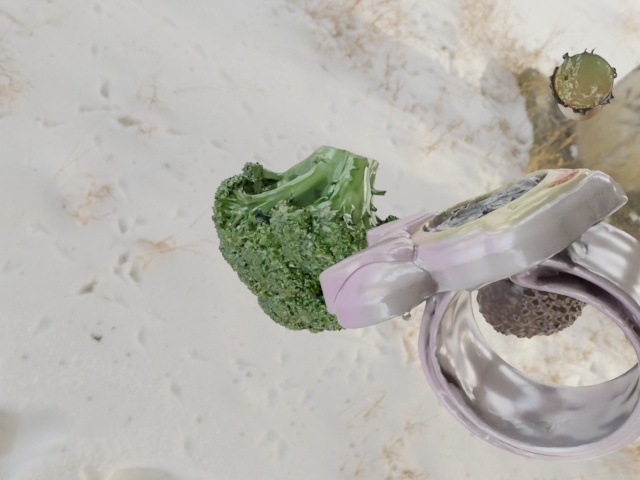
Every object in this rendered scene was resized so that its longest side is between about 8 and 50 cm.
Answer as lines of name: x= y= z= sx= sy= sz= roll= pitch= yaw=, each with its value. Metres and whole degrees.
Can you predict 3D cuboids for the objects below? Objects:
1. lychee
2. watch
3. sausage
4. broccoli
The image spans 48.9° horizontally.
lychee: x=0.463 y=0.092 z=1.619 sx=0.300 sy=0.264 sz=0.264 roll=14 pitch=45 yaw=17
watch: x=0.153 y=0.072 z=0.582 sx=0.211 sy=0.248 sz=0.217 roll=-35 pitch=102 yaw=-55
sausage: x=0.366 y=-0.205 z=0.981 sx=0.083 sy=0.083 sz=0.264 roll=55 pitch=19 yaw=8
broccoli: x=-0.008 y=-0.003 z=1.177 sx=0.413 sy=0.321 sz=0.309 roll=-8 pitch=87 yaw=-75
